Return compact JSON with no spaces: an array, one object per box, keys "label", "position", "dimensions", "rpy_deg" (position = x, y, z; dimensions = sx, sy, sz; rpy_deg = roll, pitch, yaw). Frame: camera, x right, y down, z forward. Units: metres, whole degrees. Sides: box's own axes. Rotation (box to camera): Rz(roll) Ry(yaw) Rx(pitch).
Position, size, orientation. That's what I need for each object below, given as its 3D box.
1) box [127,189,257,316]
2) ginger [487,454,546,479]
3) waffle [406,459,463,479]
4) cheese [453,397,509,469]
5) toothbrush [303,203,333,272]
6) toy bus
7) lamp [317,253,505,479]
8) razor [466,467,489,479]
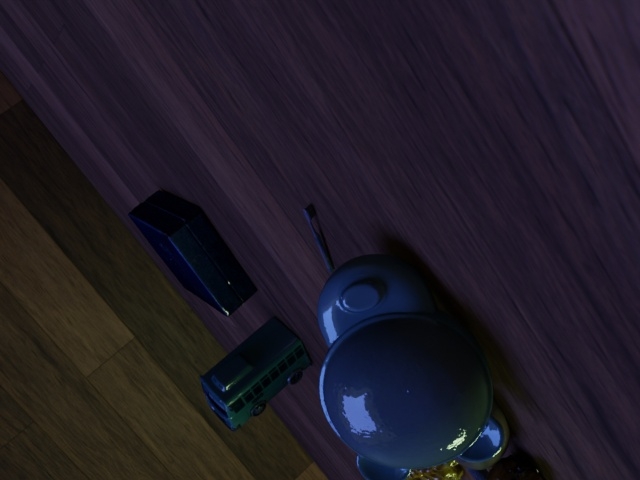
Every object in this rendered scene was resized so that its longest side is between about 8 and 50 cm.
[{"label":"box","position":[-0.313,0.027,1.838],"dimensions":[0.279,0.116,0.261],"rpy_deg":[20,146,56]},{"label":"ginger","position":[0.289,0.362,1.094],"dimensions":[0.103,0.073,0.162],"rpy_deg":[14,138,41]},{"label":"waffle","position":[0.171,0.403,1.411],"dimensions":[0.249,0.056,0.253],"rpy_deg":[-5,137,46]},{"label":"cheese","position":[0.196,0.274,1.114],"dimensions":[0.163,0.082,0.286],"rpy_deg":[42,163,26]},{"label":"toothbrush","position":[0.000,0.000,1.135],"dimensions":[0.011,0.014,0.167],"rpy_deg":[36,161,33]},{"label":"toy bus","position":[-0.159,0.318,1.828],"dimensions":[0.128,0.256,0.147],"rpy_deg":[37,156,36]},{"label":"lamp","position":[0.094,0.155,0.928],"dimensions":[0.147,0.209,0.284],"rpy_deg":[9,-118,-75]},{"label":"razor","position":[0.293,0.416,1.206],"dimensions":[0.232,0.106,0.068],"rpy_deg":[50,168,42]}]
